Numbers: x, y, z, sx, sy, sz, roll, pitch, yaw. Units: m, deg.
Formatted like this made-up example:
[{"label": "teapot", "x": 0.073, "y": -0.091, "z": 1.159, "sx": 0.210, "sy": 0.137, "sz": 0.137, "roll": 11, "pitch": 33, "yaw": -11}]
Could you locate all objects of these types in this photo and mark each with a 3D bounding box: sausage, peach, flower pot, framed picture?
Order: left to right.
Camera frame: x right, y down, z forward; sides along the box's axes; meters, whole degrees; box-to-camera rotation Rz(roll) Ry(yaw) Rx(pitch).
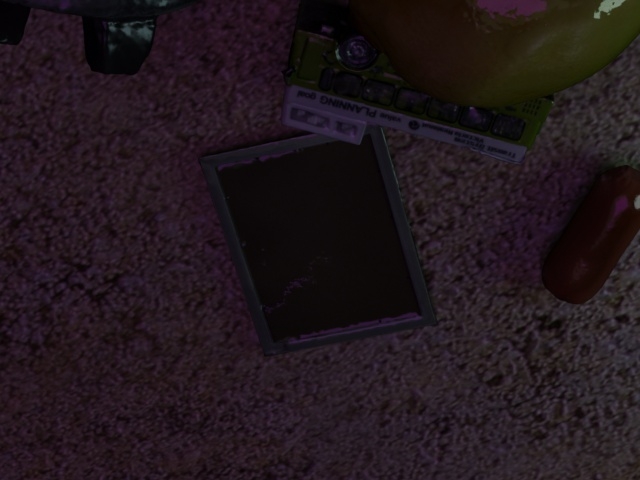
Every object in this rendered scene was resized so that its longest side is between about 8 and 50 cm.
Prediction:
[{"label": "flower pot", "x": -0.259, "y": -0.342, "z": 1.793, "sx": 0.299, "sy": 0.299, "sz": 0.282, "roll": 8, "pitch": 114, "yaw": 1}, {"label": "framed picture", "x": 0.000, "y": 0.000, "z": 2.083, "sx": 0.231, "sy": 0.018, "sz": 0.293, "roll": -11, "pitch": 117, "yaw": 11}, {"label": "peach", "x": 0.193, "y": -0.284, "z": 1.741, "sx": 0.316, "sy": 0.314, "sz": 0.281, "roll": -36, "pitch": 118, "yaw": -9}, {"label": "sausage", "x": 0.330, "y": -0.005, "z": 2.018, "sx": 0.077, "sy": 0.077, "sz": 0.194, "roll": 25, "pitch": 120, "yaw": -8}]

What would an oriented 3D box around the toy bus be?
[{"label": "toy bus", "x": 0.105, "y": -0.174, "z": 1.929, "sx": 0.302, "sy": 0.113, "sz": 0.139, "roll": 15, "pitch": 123, "yaw": -4}]
